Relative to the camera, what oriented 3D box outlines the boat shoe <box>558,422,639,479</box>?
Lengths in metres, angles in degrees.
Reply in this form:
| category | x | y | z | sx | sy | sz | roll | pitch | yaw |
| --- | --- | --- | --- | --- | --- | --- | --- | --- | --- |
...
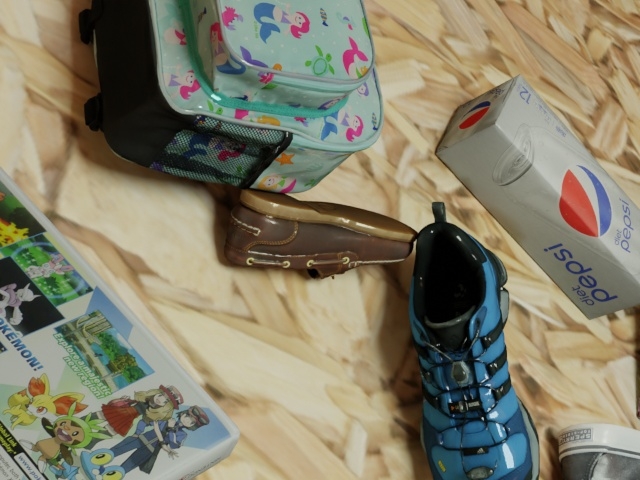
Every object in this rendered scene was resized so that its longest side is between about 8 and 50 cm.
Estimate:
| category | x | y | z | sx | sy | sz | roll | pitch | yaw |
| --- | --- | --- | --- | --- | --- | --- | --- | --- | --- |
| boat shoe | 0.383 | 0.276 | 1.324 | 0.301 | 0.108 | 0.102 | 18 | 61 | -32 |

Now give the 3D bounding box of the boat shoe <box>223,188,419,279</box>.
| category | x | y | z | sx | sy | sz | roll | pitch | yaw |
| --- | --- | --- | --- | --- | --- | --- | --- | --- | --- |
| boat shoe | 0.000 | 0.000 | 1.141 | 0.207 | 0.073 | 0.073 | 10 | 104 | -34 |

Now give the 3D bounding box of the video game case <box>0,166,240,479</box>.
| category | x | y | z | sx | sy | sz | roll | pitch | yaw |
| --- | --- | --- | --- | --- | --- | --- | --- | --- | --- |
| video game case | -0.264 | 0.080 | 0.797 | 0.329 | 0.036 | 0.300 | 44 | 43 | 21 |

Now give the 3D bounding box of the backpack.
| category | x | y | z | sx | sy | sz | roll | pitch | yaw |
| --- | --- | --- | --- | --- | --- | --- | --- | --- | --- |
| backpack | -0.058 | -0.163 | 1.074 | 0.253 | 0.191 | 0.225 | 15 | 53 | -41 |

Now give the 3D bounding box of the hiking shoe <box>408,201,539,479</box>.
| category | x | y | z | sx | sy | sz | roll | pitch | yaw |
| --- | --- | --- | --- | --- | --- | --- | --- | --- | --- |
| hiking shoe | 0.127 | 0.125 | 1.142 | 0.132 | 0.113 | 0.304 | 45 | 33 | -54 |

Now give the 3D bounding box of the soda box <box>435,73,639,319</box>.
| category | x | y | z | sx | sy | sz | roll | pitch | yaw |
| --- | --- | --- | --- | --- | --- | --- | --- | --- | --- |
| soda box | 0.265 | -0.044 | 1.359 | 0.286 | 0.098 | 0.091 | 45 | 50 | -18 |

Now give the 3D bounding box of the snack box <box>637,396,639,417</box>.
| category | x | y | z | sx | sy | sz | roll | pitch | yaw |
| --- | --- | --- | --- | --- | --- | --- | --- | --- | --- |
| snack box | 0.470 | 0.123 | 1.444 | 0.174 | 0.070 | 0.207 | 13 | 84 | -36 |
